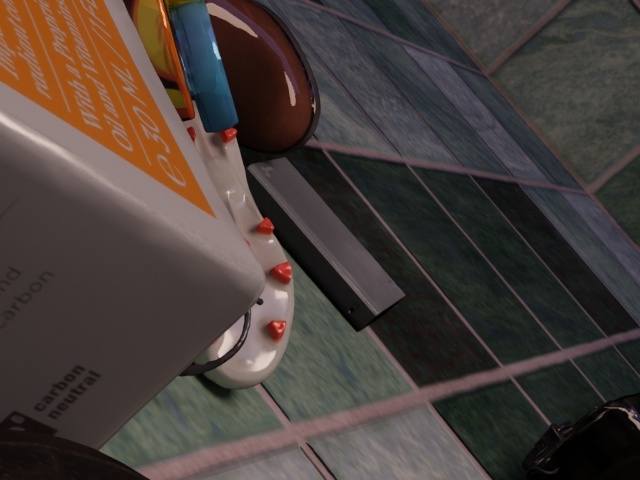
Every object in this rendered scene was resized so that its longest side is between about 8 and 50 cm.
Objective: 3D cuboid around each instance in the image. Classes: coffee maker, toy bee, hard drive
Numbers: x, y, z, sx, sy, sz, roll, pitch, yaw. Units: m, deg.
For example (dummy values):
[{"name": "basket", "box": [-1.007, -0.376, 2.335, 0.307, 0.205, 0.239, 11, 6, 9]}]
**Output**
[{"name": "coffee maker", "box": [0.231, 0.207, 1.161, 0.171, 0.120, 0.178, -12, 57, -47]}, {"name": "toy bee", "box": [-0.089, -0.107, 0.841, 0.298, 0.195, 0.162, 46, -21, 38]}, {"name": "hard drive", "box": [0.000, 0.000, 1.177, 0.135, 0.022, 0.094, 49, 15, 5]}]

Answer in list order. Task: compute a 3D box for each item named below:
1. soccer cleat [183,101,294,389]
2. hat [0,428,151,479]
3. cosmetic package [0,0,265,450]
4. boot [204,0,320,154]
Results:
[{"name": "soccer cleat", "box": [-0.061, 0.003, 0.921, 0.068, 0.076, 0.196, 1, 54, -24]}, {"name": "hat", "box": [-0.040, 0.170, 0.378, 0.331, 0.134, 0.331, 26, 9, -5]}, {"name": "cosmetic package", "box": [-0.243, -0.095, 0.451, 0.453, 0.161, 0.230, 33, 20, -43]}, {"name": "boot", "box": [-0.133, -0.154, 1.065, 0.264, 0.096, 0.280, 55, 19, 6]}]
